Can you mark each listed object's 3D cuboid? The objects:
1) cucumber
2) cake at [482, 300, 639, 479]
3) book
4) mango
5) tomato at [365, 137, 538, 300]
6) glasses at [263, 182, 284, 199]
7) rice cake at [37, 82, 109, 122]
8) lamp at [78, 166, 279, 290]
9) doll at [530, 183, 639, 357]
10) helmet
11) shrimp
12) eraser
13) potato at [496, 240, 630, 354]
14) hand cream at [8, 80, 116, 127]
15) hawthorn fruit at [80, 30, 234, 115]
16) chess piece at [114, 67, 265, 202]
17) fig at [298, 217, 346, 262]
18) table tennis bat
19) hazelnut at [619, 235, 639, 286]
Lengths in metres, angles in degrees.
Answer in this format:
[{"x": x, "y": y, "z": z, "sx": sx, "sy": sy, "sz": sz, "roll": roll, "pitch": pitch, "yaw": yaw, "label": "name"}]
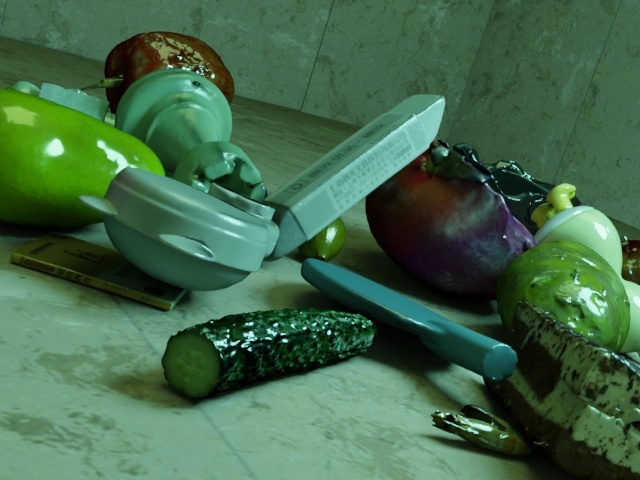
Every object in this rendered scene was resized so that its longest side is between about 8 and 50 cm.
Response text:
[{"x": -0.029, "y": 0.095, "z": 0.795, "sx": 0.067, "sy": 0.067, "sz": 0.293, "roll": 25, "pitch": 13, "yaw": 29, "label": "cucumber"}, {"x": 0.258, "y": 0.154, "z": 0.829, "sx": 0.135, "sy": 0.112, "sz": 0.246, "roll": 28, "pitch": 4, "yaw": -6, "label": "cake"}, {"x": -0.228, "y": 0.031, "z": 0.911, "sx": 0.172, "sy": 0.012, "sz": 0.118, "roll": 18, "pitch": 12, "yaw": 0, "label": "book"}, {"x": -0.325, "y": -0.091, "z": 0.994, "sx": 0.185, "sy": 0.149, "sz": 0.273, "roll": 18, "pitch": 5, "yaw": 34, "label": "mango"}, {"x": 0.192, "y": -0.009, "z": 1.294, "sx": 0.289, "sy": 0.176, "sz": 0.335, "roll": 46, "pitch": 3, "yaw": -39, "label": "tomato"}, {"x": -0.117, "y": -0.066, "z": 1.439, "sx": 0.104, "sy": 0.062, "sz": 0.140, "roll": -1, "pitch": -3, "yaw": 43, "label": "glasses"}, {"x": -0.400, "y": -0.176, "z": 1.316, "sx": 0.124, "sy": 0.038, "sz": 0.211, "roll": 14, "pitch": 36, "yaw": -19, "label": "rice cake"}, {"x": -0.138, "y": -0.007, "z": 0.919, "sx": 0.179, "sy": 0.108, "sz": 0.246, "roll": 28, "pitch": 10, "yaw": 20, "label": "lamp"}, {"x": 0.421, "y": 0.054, "z": 1.289, "sx": 0.117, "sy": 0.141, "sz": 0.296, "roll": -15, "pitch": 63, "yaw": -37, "label": "doll"}, {"x": 0.367, "y": -0.067, "z": 1.755, "sx": 0.305, "sy": 0.177, "sz": 0.225, "roll": 23, "pitch": 18, "yaw": -8, "label": "helmet"}, {"x": 0.143, "y": 0.171, "z": 0.792, "sx": 0.114, "sy": 0.023, "sz": 0.083, "roll": 19, "pitch": 9, "yaw": -19, "label": "shrimp"}, {"x": 0.038, "y": -0.093, "z": 1.184, "sx": 0.352, "sy": 0.061, "sz": 0.089, "roll": -38, "pitch": 27, "yaw": -21, "label": "eraser"}, {"x": 0.319, "y": 0.084, "z": 1.113, "sx": 0.176, "sy": 0.141, "sz": 0.298, "roll": 43, "pitch": 21, "yaw": 8, "label": "potato"}, {"x": -0.389, "y": -0.194, "z": 1.464, "sx": 0.306, "sy": 0.093, "sz": 0.147, "roll": 13, "pitch": -2, "yaw": -25, "label": "hand cream"}, {"x": -0.305, "y": -0.303, "z": 1.717, "sx": 0.258, "sy": 0.258, "sz": 0.262, "roll": 27, "pitch": -12, "yaw": 37, "label": "hawthorn fruit"}, {"x": -0.192, "y": -0.130, "z": 1.302, "sx": 0.194, "sy": 0.194, "sz": 0.299, "roll": 9, "pitch": 25, "yaw": -33, "label": "chess piece"}, {"x": 0.000, "y": 0.000, "z": 1.221, "sx": 0.074, "sy": 0.074, "sz": 0.088, "roll": 16, "pitch": 39, "yaw": -7, "label": "fig"}, {"x": 0.099, "y": 0.085, "z": 0.969, "sx": 0.215, "sy": 0.044, "sz": 0.329, "roll": 24, "pitch": 1, "yaw": -32, "label": "table tennis bat"}, {"x": 0.514, "y": 0.074, "z": 1.392, "sx": 0.201, "sy": 0.160, "sz": 0.170, "roll": 21, "pitch": 13, "yaw": -13, "label": "hazelnut"}]
